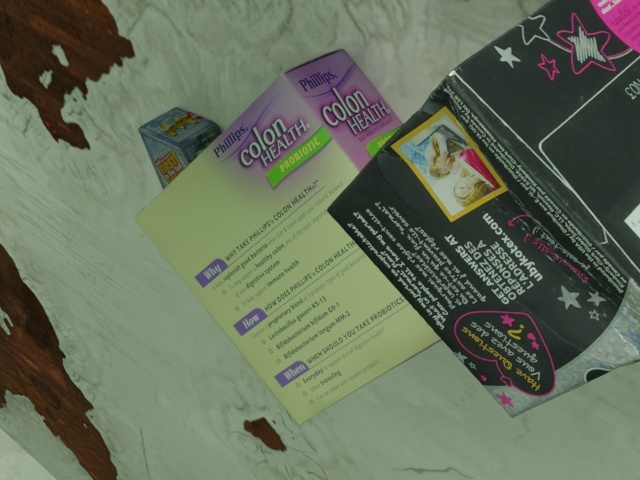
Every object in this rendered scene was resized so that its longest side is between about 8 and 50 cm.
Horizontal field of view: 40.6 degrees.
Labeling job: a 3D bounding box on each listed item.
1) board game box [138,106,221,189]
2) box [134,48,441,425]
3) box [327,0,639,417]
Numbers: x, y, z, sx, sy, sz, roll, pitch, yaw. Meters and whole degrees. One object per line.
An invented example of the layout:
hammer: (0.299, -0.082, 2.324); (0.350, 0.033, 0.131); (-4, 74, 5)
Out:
board game box: (-0.102, -0.056, 0.917); (0.194, 0.060, 0.194); (-12, 112, 50)
box: (0.000, 0.000, 0.759); (0.213, 0.117, 0.243); (-38, 91, 34)
box: (0.157, -0.046, 0.495); (0.163, 0.247, 0.142); (49, 145, 4)
